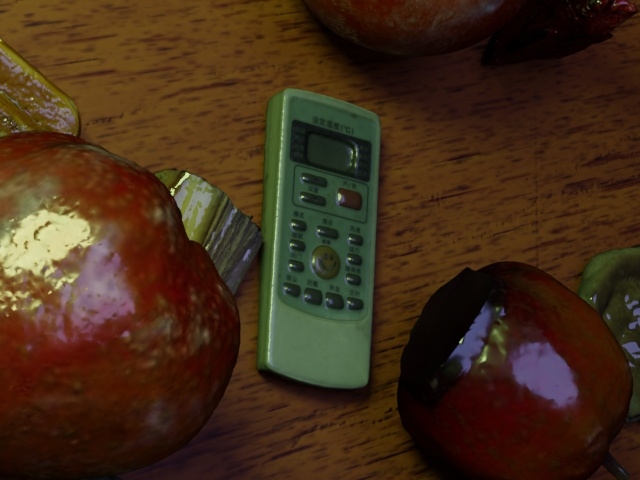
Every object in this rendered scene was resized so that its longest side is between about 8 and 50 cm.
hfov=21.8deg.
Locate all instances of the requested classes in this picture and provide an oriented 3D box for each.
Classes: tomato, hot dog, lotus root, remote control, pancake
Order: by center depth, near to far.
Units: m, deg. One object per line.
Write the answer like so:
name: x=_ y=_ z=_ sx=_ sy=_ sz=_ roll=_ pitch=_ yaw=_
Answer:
hot dog: x=-0.304 y=-0.144 z=1.408 sx=0.235 sy=0.062 sz=0.092 roll=43 pitch=57 yaw=-18
lotus root: x=-0.126 y=0.005 z=1.469 sx=0.135 sy=0.095 sz=0.159 roll=-64 pitch=152 yaw=-24
remote control: x=0.000 y=0.000 z=1.578 sx=0.123 sy=0.038 sz=0.285 roll=15 pitch=68 yaw=-30
tomato: x=0.088 y=-0.304 z=1.617 sx=0.270 sy=0.227 sz=0.270 roll=4 pitch=72 yaw=-13
pancake: x=0.369 y=0.105 z=1.787 sx=0.236 sy=0.042 sz=0.222 roll=34 pitch=61 yaw=-20

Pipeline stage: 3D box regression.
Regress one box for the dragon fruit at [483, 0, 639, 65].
dragon fruit: x=0.245 y=-0.247 z=1.729 sx=0.122 sy=0.192 sz=0.092 roll=-10 pitch=88 yaw=-21

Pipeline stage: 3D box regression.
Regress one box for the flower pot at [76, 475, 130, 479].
flower pot: x=-0.219 y=0.277 z=1.265 sx=0.202 sy=0.212 sz=0.212 roll=-35 pitch=96 yaw=-49

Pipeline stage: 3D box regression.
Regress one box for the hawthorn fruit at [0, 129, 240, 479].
hawthorn fruit: x=-0.211 y=0.052 z=1.294 sx=0.284 sy=0.284 sz=0.284 roll=11 pitch=70 yaw=-31

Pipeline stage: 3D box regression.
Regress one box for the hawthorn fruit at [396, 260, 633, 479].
hawthorn fruit: x=0.194 y=0.139 z=1.551 sx=0.249 sy=0.215 sz=0.215 roll=36 pitch=56 yaw=7
